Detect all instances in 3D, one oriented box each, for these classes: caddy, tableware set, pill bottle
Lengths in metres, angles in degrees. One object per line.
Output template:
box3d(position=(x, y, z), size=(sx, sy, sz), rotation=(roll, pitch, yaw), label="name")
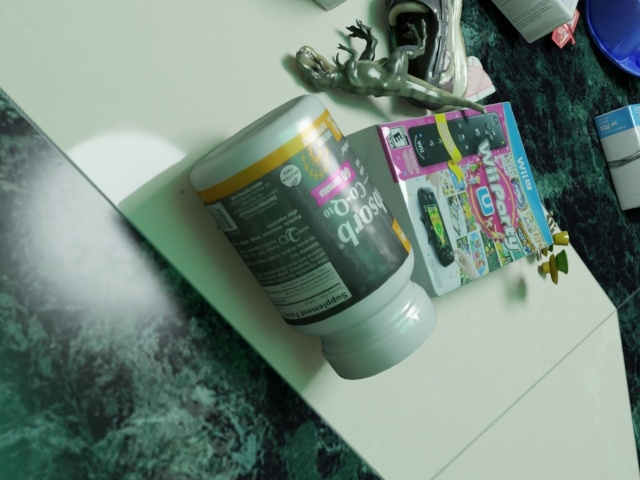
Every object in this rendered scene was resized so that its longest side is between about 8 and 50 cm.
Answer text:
box3d(position=(0.670, -0.496, 1.642), size=(0.241, 0.179, 0.341), rotation=(17, 64, -15), label="caddy")
box3d(position=(0.359, 0.019, 1.218), size=(0.154, 0.024, 0.104), rotation=(66, 19, -74), label="tableware set")
box3d(position=(0.000, 0.000, 0.845), size=(0.278, 0.162, 0.162), rotation=(56, 47, -15), label="pill bottle")

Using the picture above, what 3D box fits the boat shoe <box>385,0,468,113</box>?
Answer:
box3d(position=(0.139, -0.322, 1.126), size=(0.092, 0.103, 0.285), rotation=(-5, 87, -50), label="boat shoe")

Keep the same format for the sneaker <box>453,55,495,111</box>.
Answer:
box3d(position=(0.214, -0.237, 1.207), size=(0.134, 0.051, 0.070), rotation=(-33, 98, -48), label="sneaker")

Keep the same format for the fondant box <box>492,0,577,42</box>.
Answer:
box3d(position=(0.313, -0.535, 1.346), size=(0.330, 0.096, 0.238), rotation=(42, 52, -21), label="fondant box")

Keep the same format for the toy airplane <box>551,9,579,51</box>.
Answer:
box3d(position=(0.441, -0.418, 1.497), size=(0.151, 0.028, 0.151), rotation=(17, 64, -40), label="toy airplane")

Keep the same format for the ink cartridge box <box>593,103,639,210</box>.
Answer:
box3d(position=(0.622, -0.166, 1.552), size=(0.140, 0.082, 0.190), rotation=(-14, 88, -45), label="ink cartridge box")

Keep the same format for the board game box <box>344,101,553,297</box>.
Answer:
box3d(position=(0.174, -0.059, 1.080), size=(0.303, 0.098, 0.223), rotation=(-18, 90, -46), label="board game box")

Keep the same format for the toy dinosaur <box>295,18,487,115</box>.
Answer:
box3d(position=(0.090, -0.232, 1.049), size=(0.268, 0.064, 0.118), rotation=(7, 68, -16), label="toy dinosaur")

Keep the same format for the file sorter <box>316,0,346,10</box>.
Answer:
box3d(position=(-0.010, -0.455, 0.956), size=(0.278, 0.193, 0.173), rotation=(29, 59, -34), label="file sorter")
